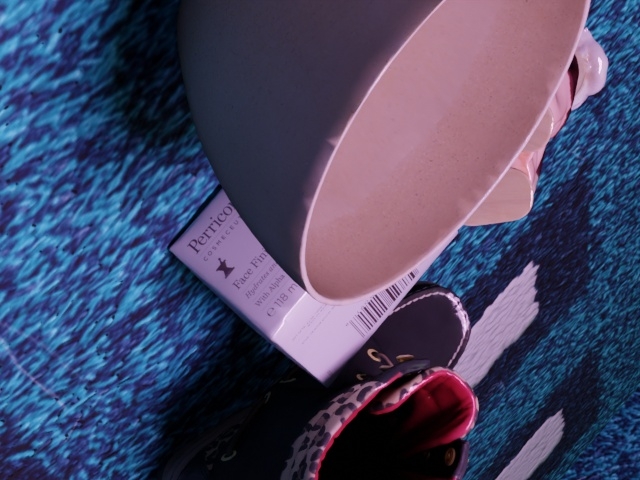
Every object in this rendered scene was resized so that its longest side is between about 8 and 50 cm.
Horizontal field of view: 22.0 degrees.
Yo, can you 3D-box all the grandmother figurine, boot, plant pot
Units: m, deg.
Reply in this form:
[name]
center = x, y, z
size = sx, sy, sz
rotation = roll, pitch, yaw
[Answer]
[grandmother figurine]
center = 0.185, -0.129, 1.440
size = 0.208, 0.104, 0.342
rotation = -68, 172, 22
[boot]
center = 0.050, 0.153, 1.489
size = 0.377, 0.138, 0.284
rotation = -32, -172, -28
[plant pot]
center = 0.016, -0.126, 1.086
size = 0.284, 0.191, 0.284
rotation = -43, 156, -24

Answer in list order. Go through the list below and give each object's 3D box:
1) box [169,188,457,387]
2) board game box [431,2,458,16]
[box]
center = 0.000, 0.000, 1.340
size = 0.181, 0.119, 0.182
rotation = -50, 157, -4
[board game box]
center = 0.070, -0.157, 1.242
size = 0.154, 0.026, 0.103
rotation = -15, 162, 13
